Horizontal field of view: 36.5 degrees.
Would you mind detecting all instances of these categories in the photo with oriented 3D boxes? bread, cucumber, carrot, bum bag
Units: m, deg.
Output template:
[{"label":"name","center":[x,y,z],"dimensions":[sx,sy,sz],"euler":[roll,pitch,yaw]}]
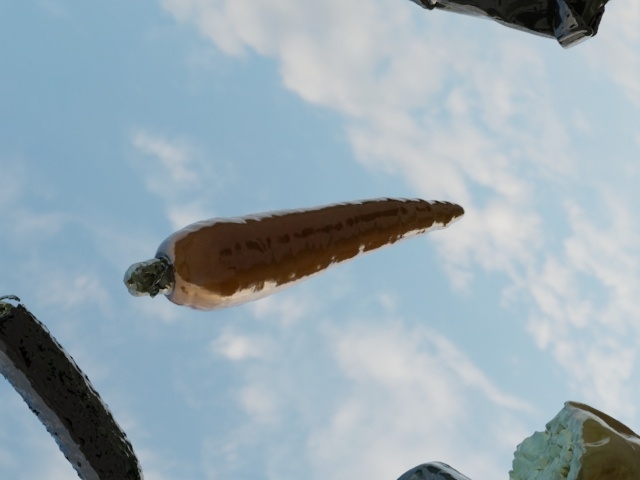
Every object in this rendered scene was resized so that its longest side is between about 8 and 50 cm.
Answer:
[{"label":"bread","center":[0.322,0.300,0.999],"dimensions":[0.252,0.238,0.196],"euler":[32,-133,-5]},{"label":"cucumber","center":[-0.233,0.152,0.893],"dimensions":[0.245,0.067,0.067],"euler":[51,-143,-4]},{"label":"carrot","center":[0.000,0.000,0.750],"dimensions":[0.336,0.069,0.069],"euler":[-13,-109,-37]},{"label":"bum bag","center":[0.196,-0.304,1.096],"dimensions":[0.326,0.080,0.142],"euler":[9,-115,-10]}]

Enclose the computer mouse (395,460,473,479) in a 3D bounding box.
[{"label":"computer mouse","center":[0.105,0.230,0.654],"dimensions":[0.113,0.229,0.068],"euler":[-53,-53,-10]}]
